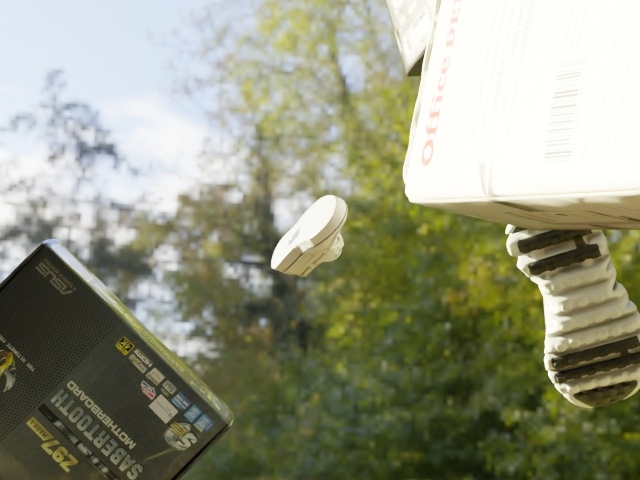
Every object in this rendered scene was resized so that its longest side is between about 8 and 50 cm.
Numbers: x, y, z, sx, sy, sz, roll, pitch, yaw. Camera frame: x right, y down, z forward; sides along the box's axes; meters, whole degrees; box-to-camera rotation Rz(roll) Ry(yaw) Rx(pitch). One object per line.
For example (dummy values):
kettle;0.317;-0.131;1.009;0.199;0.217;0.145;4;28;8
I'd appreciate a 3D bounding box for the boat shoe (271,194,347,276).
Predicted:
boat shoe;0.000;0.000;1.073;0.035;0.035;0.100;22;-38;-19

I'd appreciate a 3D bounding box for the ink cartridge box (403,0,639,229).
ink cartridge box;0.181;-0.116;0.912;0.117;0.207;0.283;13;-5;-24

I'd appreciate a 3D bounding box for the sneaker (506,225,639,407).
sneaker;0.266;0.048;1.484;0.110;0.118;0.292;-13;-56;12

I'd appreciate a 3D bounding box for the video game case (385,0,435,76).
video game case;0.130;-0.356;1.594;0.035;0.248;0.275;-5;-22;-24

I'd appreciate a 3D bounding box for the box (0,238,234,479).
box;-0.220;0.142;1.279;0.233;0.183;0.059;45;5;-1
